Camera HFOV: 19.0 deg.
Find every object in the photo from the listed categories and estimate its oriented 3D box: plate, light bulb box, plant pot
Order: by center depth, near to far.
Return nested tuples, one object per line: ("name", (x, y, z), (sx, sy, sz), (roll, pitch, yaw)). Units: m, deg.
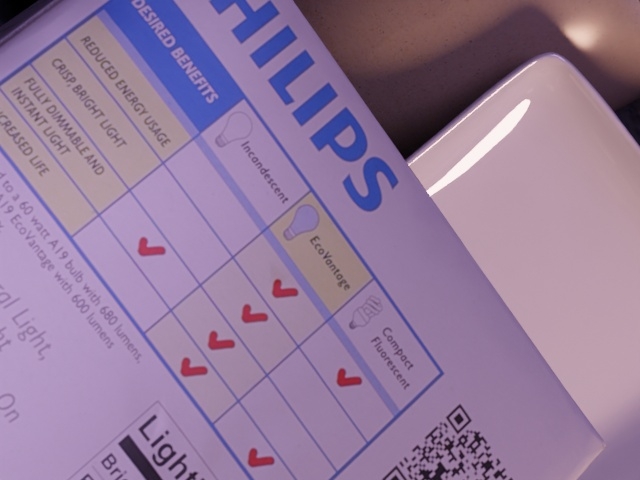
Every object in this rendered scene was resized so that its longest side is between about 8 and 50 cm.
("light bulb box", (-0.119, 0.088, 0.951), (0.361, 0.225, 0.358), (-41, 102, -27))
("plate", (0.116, 0.054, 1.164), (0.277, 0.278, 0.045), (45, 20, -20))
("plant pot", (0.055, -0.156, 1.192), (0.191, 0.284, 0.284), (-37, 98, 3))

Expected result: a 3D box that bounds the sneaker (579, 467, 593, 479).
("sneaker", (0.206, 0.087, 1.274), (0.152, 0.114, 0.305), (-9, 81, -33))
